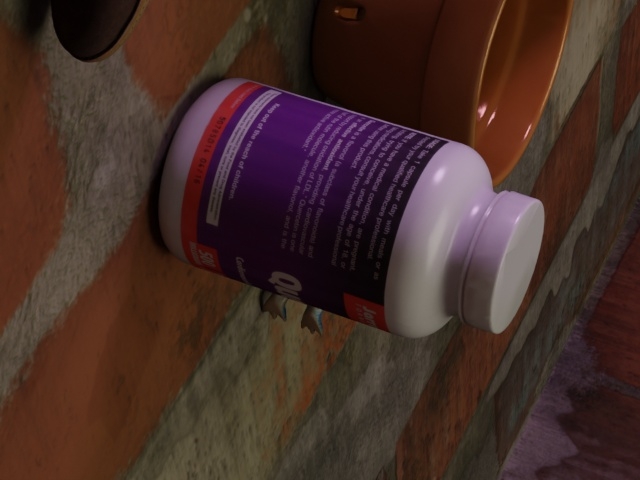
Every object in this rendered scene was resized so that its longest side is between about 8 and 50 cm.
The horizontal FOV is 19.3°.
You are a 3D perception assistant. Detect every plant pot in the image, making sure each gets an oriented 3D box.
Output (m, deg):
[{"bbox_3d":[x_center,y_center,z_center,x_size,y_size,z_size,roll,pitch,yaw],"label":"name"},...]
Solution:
[{"bbox_3d":[0.123,-0.220,1.952,0.291,0.203,0.291,-54,155,-40],"label":"plant pot"}]

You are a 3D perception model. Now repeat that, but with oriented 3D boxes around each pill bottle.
[{"bbox_3d":[0.028,-0.023,1.690,0.181,0.323,0.181,-53,153,-42],"label":"pill bottle"}]

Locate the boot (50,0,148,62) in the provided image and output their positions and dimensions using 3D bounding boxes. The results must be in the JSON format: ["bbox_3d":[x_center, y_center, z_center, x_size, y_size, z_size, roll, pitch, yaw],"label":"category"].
[{"bbox_3d":[-0.199,-0.237,1.292,0.207,0.090,0.248,-15,123,-53],"label":"boot"}]

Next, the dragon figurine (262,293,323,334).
[{"bbox_3d":[0.000,0.000,1.993,0.144,0.085,0.289,-59,158,-31],"label":"dragon figurine"}]
